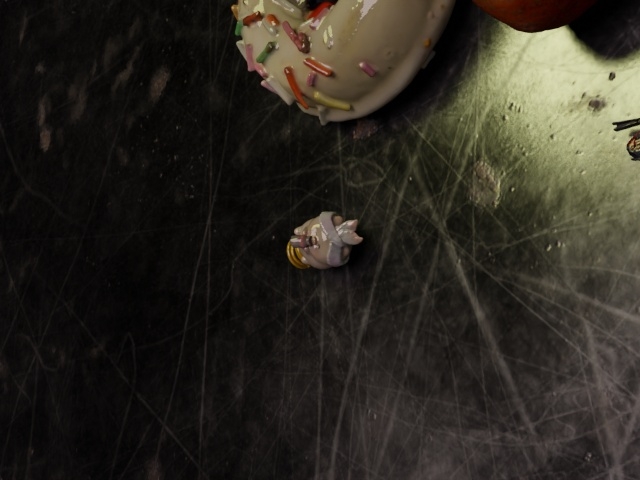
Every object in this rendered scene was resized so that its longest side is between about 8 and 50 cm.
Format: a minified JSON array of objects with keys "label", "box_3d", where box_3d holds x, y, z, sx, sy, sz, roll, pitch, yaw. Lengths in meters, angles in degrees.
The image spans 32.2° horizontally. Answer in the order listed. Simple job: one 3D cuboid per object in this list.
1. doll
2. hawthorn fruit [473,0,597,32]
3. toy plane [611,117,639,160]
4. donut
[{"label":"doll","box_3d":[0.000,0.000,1.459,0.127,0.084,0.073,-25,66,51]},{"label":"hawthorn fruit","box_3d":[0.251,-0.319,1.194,0.194,0.157,0.157,-49,49,44]},{"label":"toy plane","box_3d":[0.362,-0.112,1.126,0.145,0.037,0.060,-21,57,48]},{"label":"donut","box_3d":[0.022,-0.349,1.468,0.383,0.142,0.382,-14,71,46]}]
